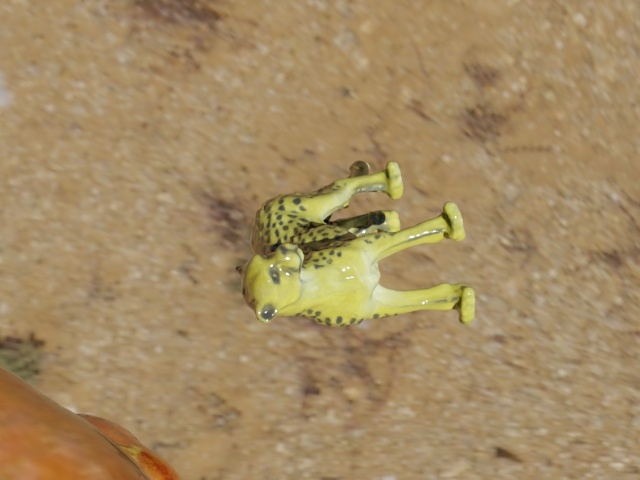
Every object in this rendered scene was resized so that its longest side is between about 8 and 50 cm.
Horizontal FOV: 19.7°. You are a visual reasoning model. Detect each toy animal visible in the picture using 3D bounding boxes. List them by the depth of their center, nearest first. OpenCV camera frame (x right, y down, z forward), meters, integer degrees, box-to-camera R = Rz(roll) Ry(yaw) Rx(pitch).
[{"bbox_3d":[0.000,0.000,1.086,0.136,0.181,0.073,-10,115,-16],"label":"toy animal"}]

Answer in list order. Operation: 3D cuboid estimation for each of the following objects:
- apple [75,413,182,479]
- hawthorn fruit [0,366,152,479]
[{"bbox_3d":[-0.128,0.172,0.959,0.139,0.163,0.163,-37,71,-19],"label":"apple"},{"bbox_3d":[-0.168,0.128,0.575,0.199,0.251,0.199,2,93,45],"label":"hawthorn fruit"}]
